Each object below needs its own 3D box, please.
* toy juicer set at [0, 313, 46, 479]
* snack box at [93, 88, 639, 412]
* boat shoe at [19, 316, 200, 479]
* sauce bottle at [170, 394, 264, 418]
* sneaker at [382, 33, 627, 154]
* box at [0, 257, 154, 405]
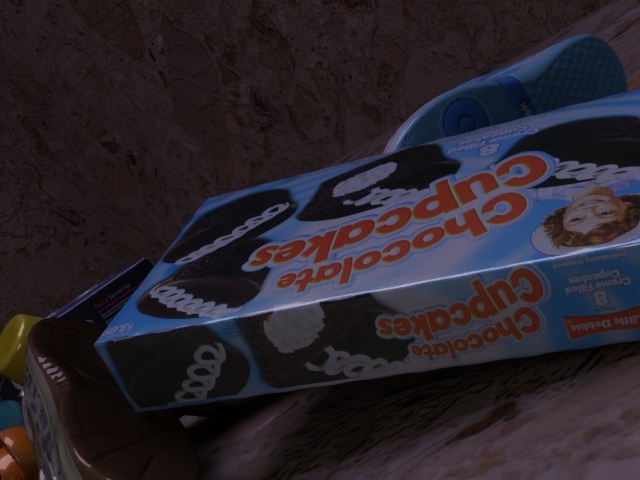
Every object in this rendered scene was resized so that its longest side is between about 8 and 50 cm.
[{"bbox_3d":[-0.299,0.230,0.741,0.329,0.089,0.209,-44,38,24],"label":"toy juicer set"},{"bbox_3d":[0.043,0.005,0.521,0.322,0.060,0.187,-12,26,24],"label":"snack box"},{"bbox_3d":[-0.156,0.128,0.587,0.285,0.105,0.089,-140,65,-68],"label":"boat shoe"},{"bbox_3d":[-0.059,0.075,0.716,0.344,0.111,0.111,-35,7,16],"label":"sauce bottle"},{"bbox_3d":[0.154,-0.101,0.912,0.319,0.127,0.208,-26,5,-29],"label":"sneaker"},{"bbox_3d":[-0.298,0.147,1.096,0.247,0.142,0.163,-36,8,-22],"label":"box"}]
